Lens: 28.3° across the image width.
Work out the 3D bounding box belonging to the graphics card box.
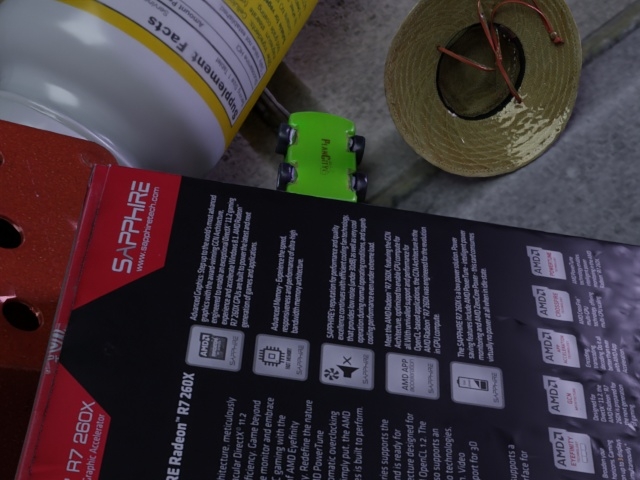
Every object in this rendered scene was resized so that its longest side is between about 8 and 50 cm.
[{"bbox_3d":[0.063,0.094,0.561,0.371,0.094,0.233,7,43,-5],"label":"graphics card box"}]

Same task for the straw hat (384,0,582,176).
[{"bbox_3d":[0.109,-0.118,0.883,0.144,0.144,0.061,-32,13,-1],"label":"straw hat"}]

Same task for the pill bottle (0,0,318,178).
[{"bbox_3d":[-0.119,-0.161,0.920,0.188,0.188,0.334,18,67,29],"label":"pill bottle"}]

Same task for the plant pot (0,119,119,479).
[{"bbox_3d":[-0.225,0.070,0.711,0.236,0.267,0.267,-49,47,31],"label":"plant pot"}]

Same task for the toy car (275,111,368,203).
[{"bbox_3d":[0.000,0.000,0.836,0.239,0.053,0.225,8,42,-6],"label":"toy car"}]
